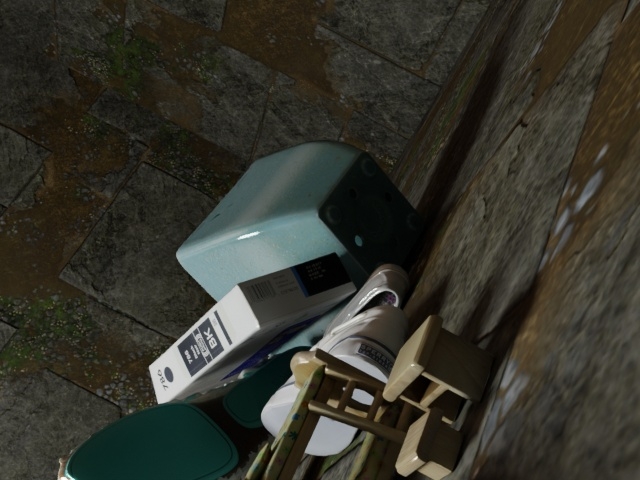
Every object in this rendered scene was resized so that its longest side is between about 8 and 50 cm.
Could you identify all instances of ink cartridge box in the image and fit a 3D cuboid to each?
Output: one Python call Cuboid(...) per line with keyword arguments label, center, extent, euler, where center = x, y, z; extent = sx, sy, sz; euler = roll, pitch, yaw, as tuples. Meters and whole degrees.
Cuboid(label="ink cartridge box", center=(-0.110, 0.131, 1.039), extent=(0.165, 0.065, 0.332), euler=(-18, -18, -44))

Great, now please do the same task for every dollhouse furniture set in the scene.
Cuboid(label="dollhouse furniture set", center=(0.005, 0.145, 0.473), extent=(0.182, 0.101, 0.161), euler=(-62, 0, -35))

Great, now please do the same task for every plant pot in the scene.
Cuboid(label="plant pot", center=(0.000, 0.000, 1.148), extent=(0.252, 0.248, 0.247), euler=(-22, 26, 48))

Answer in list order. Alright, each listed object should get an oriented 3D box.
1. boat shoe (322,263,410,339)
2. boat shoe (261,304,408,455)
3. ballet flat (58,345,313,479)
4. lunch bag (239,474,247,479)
Cuboid(label="boat shoe", center=(0.050, 0.112, 0.971), extent=(0.184, 0.066, 0.063), euler=(-51, 4, 30))
Cuboid(label="boat shoe", center=(0.020, 0.147, 0.806), extent=(0.084, 0.095, 0.258), euler=(-57, 7, -37))
Cuboid(label="ballet flat", center=(-0.126, 0.260, 0.987), extent=(0.408, 0.147, 0.147), euler=(-18, -33, -41))
Cuboid(label="lunch bag", center=(-0.173, 0.469, 1.256), extent=(0.293, 0.120, 0.258), euler=(-62, 1, 4))
